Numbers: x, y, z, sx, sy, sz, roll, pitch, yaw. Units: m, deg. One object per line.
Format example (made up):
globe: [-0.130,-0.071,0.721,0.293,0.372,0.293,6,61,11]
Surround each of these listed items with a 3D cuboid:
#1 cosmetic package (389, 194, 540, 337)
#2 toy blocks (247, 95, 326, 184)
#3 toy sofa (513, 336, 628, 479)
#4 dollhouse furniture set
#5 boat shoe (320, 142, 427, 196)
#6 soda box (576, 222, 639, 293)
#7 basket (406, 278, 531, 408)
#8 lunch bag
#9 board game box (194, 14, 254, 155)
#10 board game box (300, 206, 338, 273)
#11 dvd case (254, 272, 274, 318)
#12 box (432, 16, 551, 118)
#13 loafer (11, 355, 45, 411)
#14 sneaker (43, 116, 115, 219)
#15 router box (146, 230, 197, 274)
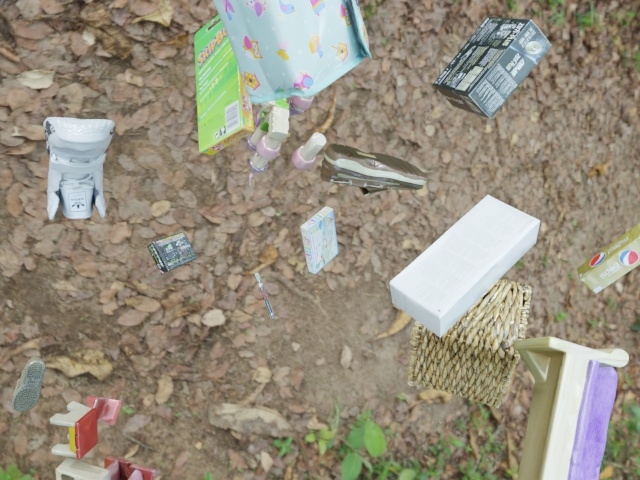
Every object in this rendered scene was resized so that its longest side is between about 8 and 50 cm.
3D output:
cosmetic package: [0.225,0.034,0.838,0.239,0.099,0.060,-38,139,-21]
toy blocks: [-0.172,-0.344,1.556,0.309,0.260,0.288,11,62,-24]
toy sofa: [0.367,0.335,0.811,0.150,0.177,0.362,90,16,-77]
dollhouse furniture set: [-0.526,0.553,1.342,0.201,0.152,0.374,-47,146,-67]
boat shoe: [0.118,-0.148,1.251,0.258,0.095,0.095,13,121,-18]
soda box: [0.709,0.045,1.297,0.058,0.181,0.061,41,30,-5]
basket: [0.327,0.203,1.221,0.299,0.223,0.213,81,26,-50]
lunch bag: [-0.021,-0.367,0.858,0.262,0.160,0.223,-40,123,-37]
board game box: [-0.183,-0.299,1.007,0.039,0.124,0.259,9,69,-49]
board game box: [0.000,0.000,1.442,0.103,0.026,0.154,-41,139,-34]
dvd case: [-0.157,0.154,1.520,0.013,0.087,0.119,-21,101,-8]
box: [0.341,-0.352,1.096,0.077,0.147,0.180,35,98,-29]
loafer: [-0.687,0.338,1.286,0.056,0.050,0.148,22,102,-28]
sneaker: [-0.526,-0.150,1.191,0.137,0.366,0.210,-4,96,-28]
router box: [-0.424,0.034,1.557,0.122,0.038,0.092,-27,90,-55]
